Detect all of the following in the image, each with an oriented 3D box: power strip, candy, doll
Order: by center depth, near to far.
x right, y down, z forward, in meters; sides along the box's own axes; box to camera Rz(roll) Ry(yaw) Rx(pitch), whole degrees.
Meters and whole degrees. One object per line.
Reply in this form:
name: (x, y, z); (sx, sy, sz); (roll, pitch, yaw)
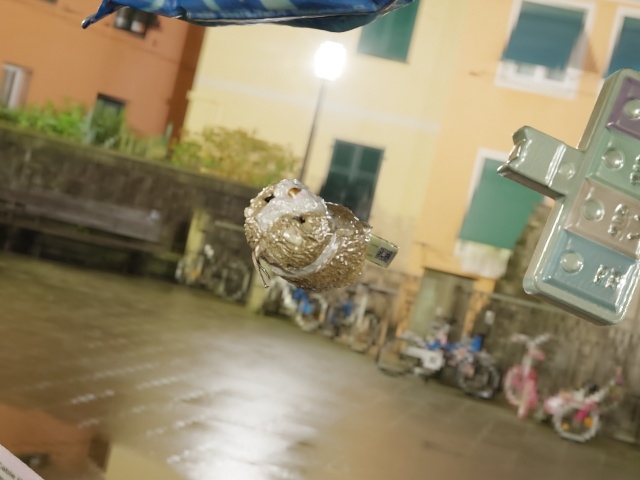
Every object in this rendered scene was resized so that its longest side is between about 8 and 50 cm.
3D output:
candy: (-0.007, -0.204, 0.887); (0.331, 0.077, 0.187); (8, 37, 35)
power strip: (0.228, -0.049, 1.053); (0.145, 0.215, 0.061); (25, -9, -5)
doll: (-0.004, -0.001, 1.332); (0.105, 0.114, 0.221); (25, 7, 30)

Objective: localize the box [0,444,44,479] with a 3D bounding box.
box: (-0.236, 0.253, 0.759); (0.203, 0.106, 0.251); (48, 26, -29)
